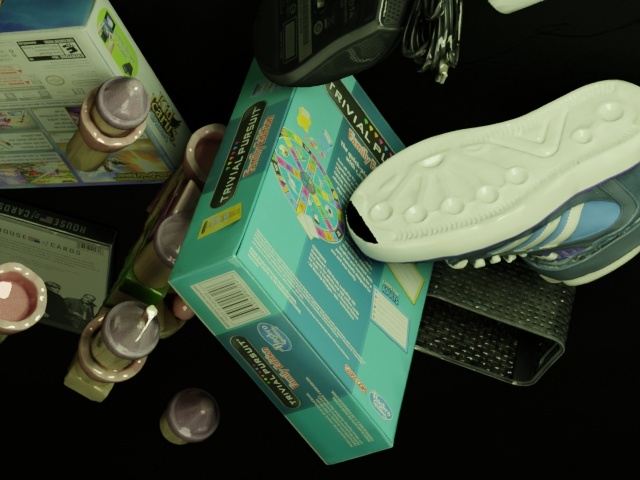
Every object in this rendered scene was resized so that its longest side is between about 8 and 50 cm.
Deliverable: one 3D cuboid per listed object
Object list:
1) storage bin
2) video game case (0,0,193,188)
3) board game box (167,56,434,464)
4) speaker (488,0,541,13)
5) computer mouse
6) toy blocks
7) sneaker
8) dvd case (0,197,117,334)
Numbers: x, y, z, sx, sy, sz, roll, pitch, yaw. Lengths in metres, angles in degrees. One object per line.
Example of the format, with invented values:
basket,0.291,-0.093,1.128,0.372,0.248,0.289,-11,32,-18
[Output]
storage bin,0.180,0.078,2.058,0.180,0.084,0.122,21,148,-7
video game case,-0.298,-0.152,1.928,0.269,0.061,0.244,-1,143,24
board game box,0.000,0.000,1.734,0.079,0.336,0.254,-20,123,30
speaker,0.206,-0.240,1.586,0.136,0.055,0.055,-17,136,41
computer mouse,0.043,-0.204,1.636,0.072,0.188,0.272,11,163,-37
toy blocks,-0.134,0.018,1.766,0.309,0.289,0.260,30,153,-11
sneaker,0.188,-0.006,1.777,0.322,0.130,0.236,-24,143,-10
dvd case,-0.343,0.034,2.262,0.179,0.030,0.239,16,147,0
